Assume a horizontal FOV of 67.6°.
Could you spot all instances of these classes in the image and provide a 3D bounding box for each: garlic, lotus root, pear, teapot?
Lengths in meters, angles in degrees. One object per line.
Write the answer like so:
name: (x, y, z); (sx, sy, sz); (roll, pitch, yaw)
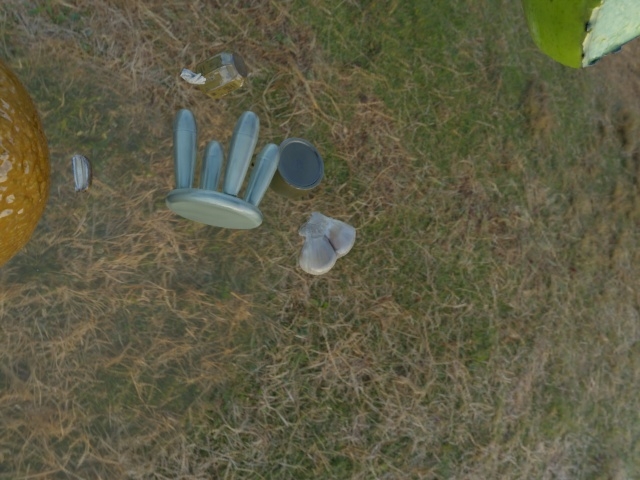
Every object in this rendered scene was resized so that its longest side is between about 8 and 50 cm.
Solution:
garlic: (0.007, 0.009, 1.159); (0.124, 0.099, 0.175); (30, 62, 10)
lotus root: (-0.515, -0.146, 1.042); (0.037, 0.030, 0.084); (-10, 85, 7)
pear: (0.391, -0.396, 0.647); (0.292, 0.292, 0.159); (-51, 139, -23)
teapot: (-0.117, -0.229, 1.584); (0.267, 0.175, 0.186); (14, 68, -27)

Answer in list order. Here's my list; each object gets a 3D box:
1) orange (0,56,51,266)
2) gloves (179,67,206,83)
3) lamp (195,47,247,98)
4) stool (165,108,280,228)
orange: (-0.467, -0.077, 0.482); (0.322, 0.356, 0.322); (42, 34, -38)
gloves: (-0.347, -0.440, 1.278); (0.080, 0.037, 0.044); (12, 40, -21)
lamp: (-0.389, -0.653, 1.875); (0.161, 0.184, 0.162); (43, 39, -51)
stool: (-0.199, -0.141, 0.977); (0.195, 0.195, 0.199); (7, 79, 15)
